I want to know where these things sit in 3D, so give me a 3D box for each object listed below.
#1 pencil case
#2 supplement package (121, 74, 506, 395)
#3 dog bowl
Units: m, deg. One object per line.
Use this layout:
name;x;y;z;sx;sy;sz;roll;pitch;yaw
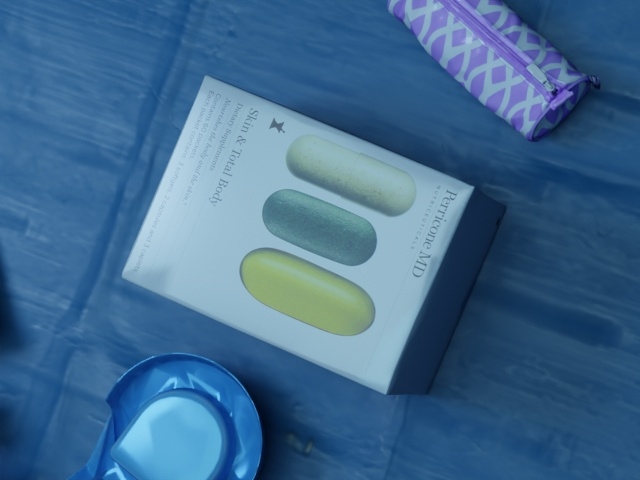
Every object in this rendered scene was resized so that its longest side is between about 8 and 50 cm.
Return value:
pencil case;0.154;-0.180;1.705;0.206;0.088;0.086;42;94;14
supplement package;0.000;0.000;1.673;0.263;0.198;0.199;23;91;15
dog bowl;-0.164;0.245;1.756;0.166;0.074;0.297;37;94;16
